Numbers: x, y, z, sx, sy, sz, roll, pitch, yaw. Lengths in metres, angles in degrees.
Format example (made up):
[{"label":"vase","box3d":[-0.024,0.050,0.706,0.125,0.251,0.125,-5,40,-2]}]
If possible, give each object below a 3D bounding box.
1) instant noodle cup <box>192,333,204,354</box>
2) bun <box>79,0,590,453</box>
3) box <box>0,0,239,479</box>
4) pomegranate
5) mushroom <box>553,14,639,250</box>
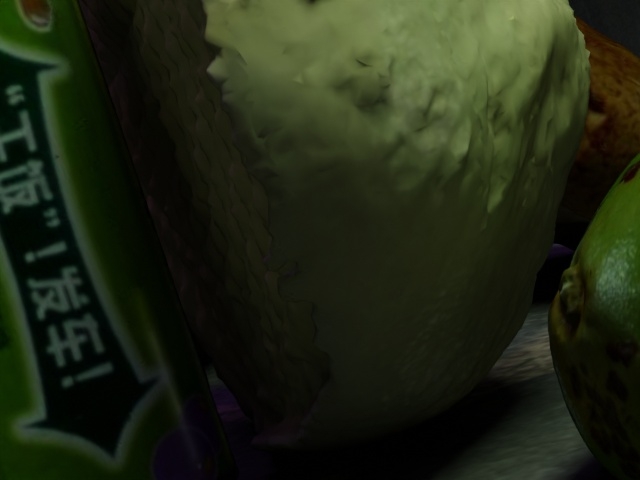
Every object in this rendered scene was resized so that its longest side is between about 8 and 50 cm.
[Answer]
[{"label":"instant noodle cup","box3d":[-0.084,-0.003,1.130,0.091,0.274,0.274,32,25,18]},{"label":"bun","box3d":[0.003,-0.091,0.812,0.202,0.364,0.364,-21,7,-13]},{"label":"box","box3d":[-0.150,-0.035,0.756,0.134,0.345,0.097,-20,3,-19]},{"label":"pomegranate","box3d":[0.163,0.013,0.639,0.169,0.122,0.143,-18,-22,-10]},{"label":"mushroom","box3d":[0.110,-0.053,1.120,0.254,0.267,0.267,-49,-11,26]}]
